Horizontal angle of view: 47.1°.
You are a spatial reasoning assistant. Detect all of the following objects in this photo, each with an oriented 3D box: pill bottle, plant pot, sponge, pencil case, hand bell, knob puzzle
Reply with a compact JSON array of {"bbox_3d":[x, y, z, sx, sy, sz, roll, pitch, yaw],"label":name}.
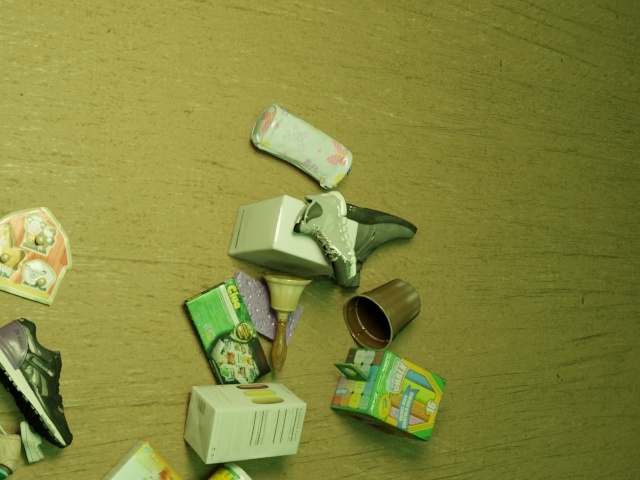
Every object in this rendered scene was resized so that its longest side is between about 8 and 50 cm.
[{"bbox_3d":[-0.252,0.626,1.697,0.208,0.117,0.118,-39,108,-30],"label":"pill bottle"},{"bbox_3d":[0.180,0.194,2.013,0.165,0.166,0.167,-27,101,-40],"label":"plant pot"},{"bbox_3d":[-0.149,0.175,1.858,0.210,0.031,0.117,32,68,-28],"label":"sponge"},{"bbox_3d":[-0.048,-0.243,1.913,0.273,0.113,0.124,29,90,-30],"label":"pencil case"},{"bbox_3d":[-0.095,0.208,1.827,0.126,0.126,0.242,3,96,-34],"label":"hand bell"},{"bbox_3d":[-0.614,0.019,1.549,0.213,0.030,0.213,3,84,-34],"label":"knob puzzle"}]

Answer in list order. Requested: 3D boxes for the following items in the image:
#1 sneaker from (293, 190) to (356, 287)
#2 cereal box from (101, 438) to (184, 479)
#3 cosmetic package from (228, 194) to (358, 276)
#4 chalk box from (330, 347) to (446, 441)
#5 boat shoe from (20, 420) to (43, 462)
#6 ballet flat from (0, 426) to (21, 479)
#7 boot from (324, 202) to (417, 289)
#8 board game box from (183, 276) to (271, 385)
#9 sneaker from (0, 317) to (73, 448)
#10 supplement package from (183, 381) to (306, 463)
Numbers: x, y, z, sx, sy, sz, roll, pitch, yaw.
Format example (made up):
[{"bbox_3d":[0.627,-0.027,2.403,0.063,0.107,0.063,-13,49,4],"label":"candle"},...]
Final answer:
[{"bbox_3d":[0.000,0.000,1.677,0.132,0.086,0.229,-2,75,-31],"label":"sneaker"},{"bbox_3d":[-0.423,0.590,1.624,0.240,0.047,0.173,-47,112,-28],"label":"cereal box"},{"bbox_3d":[-0.068,-0.005,1.810,0.224,0.224,0.138,20,75,-32],"label":"cosmetic package"},{"bbox_3d":[0.160,0.400,1.964,0.288,0.180,0.179,29,70,-28],"label":"chalk box"},{"bbox_3d":[-0.592,0.412,1.512,0.035,0.035,0.100,-12,113,-17],"label":"boat shoe"},{"bbox_3d":[-0.724,0.358,1.418,0.316,0.107,0.106,40,45,-31],"label":"ballet flat"},{"bbox_3d":[0.121,0.024,2.019,0.338,0.118,0.223,11,97,-44],"label":"boot"},{"bbox_3d":[-0.222,0.234,1.779,0.136,0.030,0.260,-25,106,-21],"label":"board game box"},{"bbox_3d":[-0.570,0.292,1.516,0.124,0.107,0.283,-38,108,-37],"label":"sneaker"},{"bbox_3d":[-0.177,0.426,1.737,0.244,0.139,0.134,5,101,-35],"label":"supplement package"}]
